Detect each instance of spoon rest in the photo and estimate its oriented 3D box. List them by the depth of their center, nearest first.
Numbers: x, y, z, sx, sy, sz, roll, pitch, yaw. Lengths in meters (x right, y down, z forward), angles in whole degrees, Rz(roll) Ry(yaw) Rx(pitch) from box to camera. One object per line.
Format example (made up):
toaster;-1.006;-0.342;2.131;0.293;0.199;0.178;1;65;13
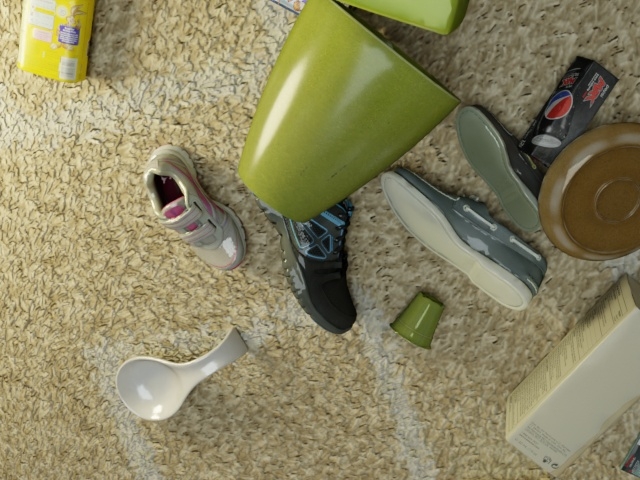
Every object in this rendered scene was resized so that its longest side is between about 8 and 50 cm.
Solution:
spoon rest;-0.271;0.252;1.695;0.276;0.084;0.137;-29;99;19

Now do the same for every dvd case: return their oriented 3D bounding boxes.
dvd case;0.596;0.387;1.565;0.119;0.013;0.087;22;111;5

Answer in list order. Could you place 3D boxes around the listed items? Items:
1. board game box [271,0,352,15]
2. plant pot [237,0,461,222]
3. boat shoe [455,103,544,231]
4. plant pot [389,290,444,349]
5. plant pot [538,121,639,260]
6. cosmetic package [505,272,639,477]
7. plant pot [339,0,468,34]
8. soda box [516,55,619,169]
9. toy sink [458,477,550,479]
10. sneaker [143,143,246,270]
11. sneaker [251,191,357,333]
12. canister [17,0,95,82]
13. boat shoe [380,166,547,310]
board game box;0.011;-0.448;1.425;0.136;0.035;0.201;28;112;4
plant pot;0.013;-0.180;1.361;0.274;0.275;0.293;39;104;-1
boat shoe;0.298;-0.124;1.445;0.081;0.068;0.228;-24;100;54
plant pot;0.174;0.133;1.556;0.083;0.083;0.079;29;100;3
plant pot;0.456;-0.067;1.394;0.236;0.032;0.236;-4;117;-8
cosmetic package;0.442;0.219;1.471;0.113;0.160;0.309;38;113;-1
plant pot;0.118;-0.432;1.257;0.228;0.227;0.207;19;115;7
soda box;0.377;-0.194;1.380;0.060;0.053;0.169;29;99;-23
toy sink;0.357;0.510;1.588;0.234;0.153;0.131;-3;106;15
sneaker;-0.231;-0.045;1.573;0.103;0.111;0.252;-36;96;21
sneaker;0.000;0.000;1.527;0.139;0.125;0.341;-20;104;13
canister;-0.453;-0.368;1.545;0.126;0.073;0.170;17;112;8
boat shoe;0.239;-0.021;1.494;0.319;0.116;0.099;41;69;6
